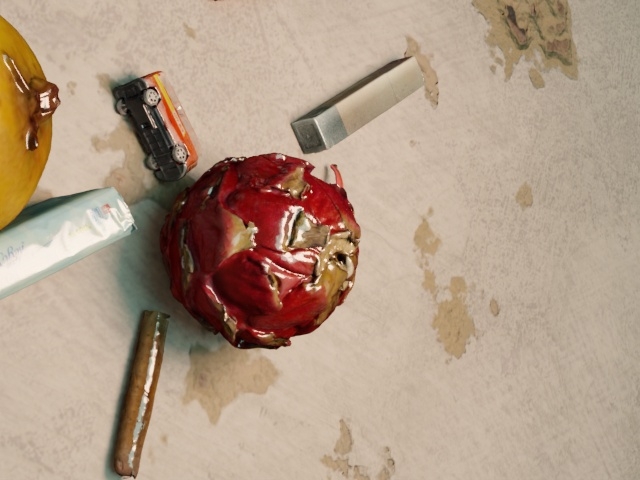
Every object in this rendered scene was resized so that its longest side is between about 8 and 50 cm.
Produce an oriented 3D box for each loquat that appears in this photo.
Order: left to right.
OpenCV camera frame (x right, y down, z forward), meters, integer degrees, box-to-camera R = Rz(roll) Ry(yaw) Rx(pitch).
[{"bbox_3d":[-0.510,-0.147,1.384,0.328,0.360,0.328,-7,90,-87],"label":"loquat"}]

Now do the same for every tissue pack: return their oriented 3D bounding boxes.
[{"bbox_3d":[-0.411,0.008,1.525,0.263,0.177,0.089,-29,104,-41],"label":"tissue pack"}]

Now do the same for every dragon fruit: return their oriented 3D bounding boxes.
[{"bbox_3d":[-0.094,0.017,1.734,0.329,0.329,0.329,6,80,-42],"label":"dragon fruit"}]

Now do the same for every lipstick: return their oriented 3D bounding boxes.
[{"bbox_3d":[0.078,-0.259,2.085,0.317,0.066,0.068,-36,109,-39],"label":"lipstick"}]

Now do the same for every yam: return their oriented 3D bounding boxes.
[{"bbox_3d":[-0.278,0.236,1.709,0.046,0.046,0.263,23,68,-39],"label":"yam"}]

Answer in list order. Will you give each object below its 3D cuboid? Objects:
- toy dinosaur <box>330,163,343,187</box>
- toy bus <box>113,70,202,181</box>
[{"bbox_3d":[0.002,0.008,1.995,0.139,0.070,0.286,56,48,-36],"label":"toy dinosaur"},{"bbox_3d":[-0.254,-0.184,1.767,0.077,0.079,0.174,-45,115,-47],"label":"toy bus"}]
